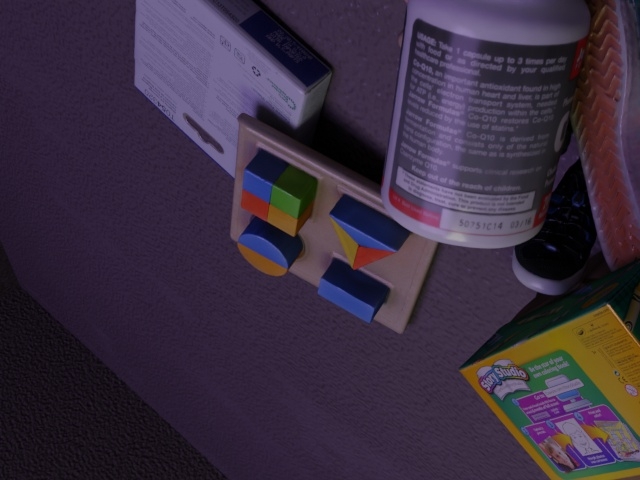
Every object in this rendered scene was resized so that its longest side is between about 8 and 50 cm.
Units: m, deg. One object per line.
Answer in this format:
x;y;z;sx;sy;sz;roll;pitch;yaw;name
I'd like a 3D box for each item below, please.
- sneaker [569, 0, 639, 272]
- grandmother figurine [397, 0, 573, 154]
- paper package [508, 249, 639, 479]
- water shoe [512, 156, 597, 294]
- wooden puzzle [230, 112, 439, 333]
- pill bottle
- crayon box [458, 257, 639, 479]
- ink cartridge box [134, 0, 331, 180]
0.308;-0.112;0.944;0.108;0.121;0.302;-158;55;-70;sneaker
0.145;-0.223;1.046;0.342;0.104;0.208;56;160;-7;grandmother figurine
0.368;0.166;1.120;0.325;0.168;0.309;47;154;6;paper package
0.245;-0.031;1.016;0.073;0.203;0.080;20;136;19;water shoe
0.000;0.000;1.502;0.322;0.080;0.348;29;151;11;wooden puzzle
0.150;-0.150;0.927;0.161;0.161;0.283;30;127;35;pill bottle
0.263;0.132;0.959;0.165;0.081;0.278;50;154;2;crayon box
-0.142;-0.239;1.509;0.324;0.071;0.330;43;154;11;ink cartridge box
